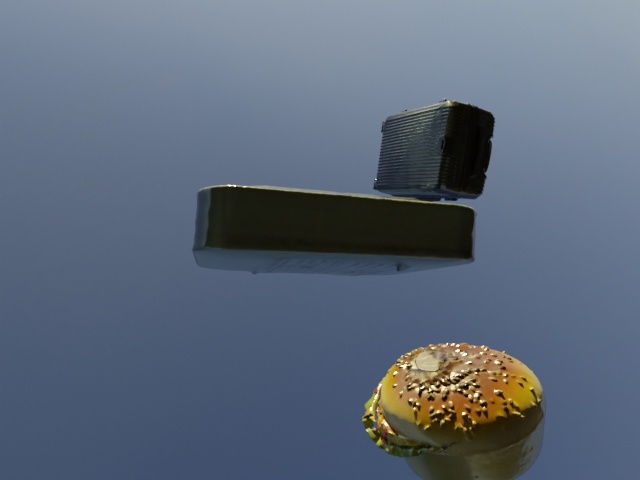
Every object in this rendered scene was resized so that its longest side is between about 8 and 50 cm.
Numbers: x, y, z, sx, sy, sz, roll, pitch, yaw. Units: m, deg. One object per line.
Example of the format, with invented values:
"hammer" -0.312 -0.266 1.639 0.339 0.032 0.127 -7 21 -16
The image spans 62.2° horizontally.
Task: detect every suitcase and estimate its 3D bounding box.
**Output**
"suitcase" 0.234 -0.188 1.167 0.128 0.312 0.202 8 -88 -24

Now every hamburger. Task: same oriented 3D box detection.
"hamburger" 0.106 0.133 0.426 0.126 0.141 0.081 -40 -63 -58

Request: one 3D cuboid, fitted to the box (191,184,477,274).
"box" 0.000 -0.001 0.860 0.397 0.396 0.111 3 -96 -12
